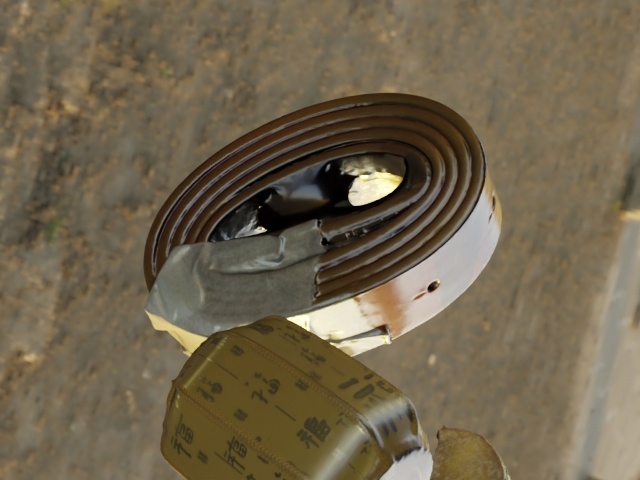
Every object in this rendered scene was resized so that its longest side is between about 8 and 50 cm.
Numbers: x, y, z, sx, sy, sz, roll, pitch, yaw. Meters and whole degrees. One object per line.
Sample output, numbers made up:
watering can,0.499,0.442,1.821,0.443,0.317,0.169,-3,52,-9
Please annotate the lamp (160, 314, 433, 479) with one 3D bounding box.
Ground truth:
lamp,-0.019,0.153,1.028,0.161,0.185,0.161,-35,142,-33

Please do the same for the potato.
potato,0.134,0.284,1.230,0.120,0.100,0.261,60,34,-21

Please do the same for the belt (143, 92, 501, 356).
belt,0.000,0.000,1.265,0.122,0.338,0.217,59,8,-60
